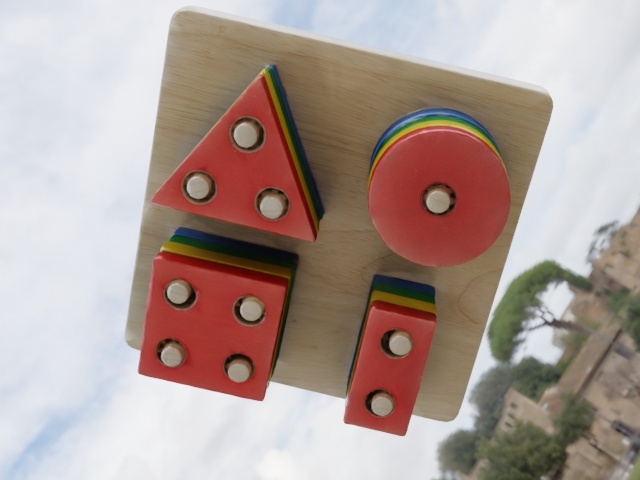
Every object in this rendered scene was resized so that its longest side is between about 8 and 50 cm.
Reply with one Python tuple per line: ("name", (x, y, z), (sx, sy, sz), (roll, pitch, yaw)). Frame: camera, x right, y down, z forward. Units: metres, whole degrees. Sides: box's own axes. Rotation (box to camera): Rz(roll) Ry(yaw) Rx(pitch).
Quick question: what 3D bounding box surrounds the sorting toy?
("sorting toy", (0.000, 0.000, 0.597), (0.089, 0.257, 0.256), (-74, -3, -69))
